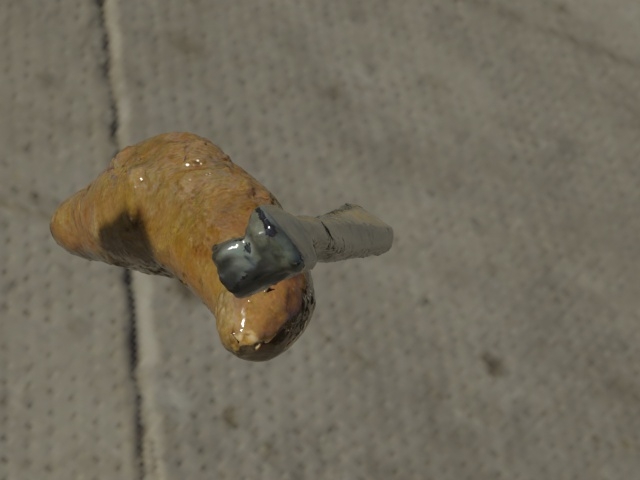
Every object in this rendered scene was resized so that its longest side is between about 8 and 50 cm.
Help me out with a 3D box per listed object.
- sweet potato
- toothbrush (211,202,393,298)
[{"bbox_3d":[-0.094,-0.014,1.217,0.092,0.114,0.341,26,-1,-32],"label":"sweet potato"},{"bbox_3d":[0.000,0.000,0.785,0.030,0.030,0.297,58,9,3],"label":"toothbrush"}]
